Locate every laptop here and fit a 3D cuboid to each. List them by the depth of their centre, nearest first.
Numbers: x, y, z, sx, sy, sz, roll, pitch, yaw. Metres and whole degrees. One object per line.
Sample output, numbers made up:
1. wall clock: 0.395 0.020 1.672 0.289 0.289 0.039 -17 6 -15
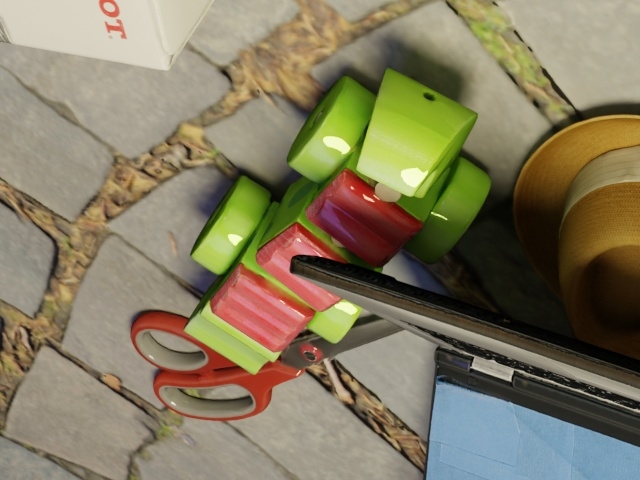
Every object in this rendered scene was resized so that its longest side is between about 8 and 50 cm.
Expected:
1. laptop: 0.186 0.205 1.183 0.382 0.236 0.408 17 175 25

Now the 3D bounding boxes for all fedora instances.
1. fedora: 0.190 0.015 1.163 0.194 0.079 0.194 17 141 14

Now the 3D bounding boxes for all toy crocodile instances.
1. toy crocodile: 0.000 0.000 1.239 0.115 0.105 0.340 36 142 -9

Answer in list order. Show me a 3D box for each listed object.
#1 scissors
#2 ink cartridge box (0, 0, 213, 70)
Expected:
1. scissors: -0.012 0.086 1.418 0.297 0.021 0.109 -5 129 34
2. ink cartridge box: -0.197 -0.219 1.102 0.273 0.114 0.198 11 139 21
